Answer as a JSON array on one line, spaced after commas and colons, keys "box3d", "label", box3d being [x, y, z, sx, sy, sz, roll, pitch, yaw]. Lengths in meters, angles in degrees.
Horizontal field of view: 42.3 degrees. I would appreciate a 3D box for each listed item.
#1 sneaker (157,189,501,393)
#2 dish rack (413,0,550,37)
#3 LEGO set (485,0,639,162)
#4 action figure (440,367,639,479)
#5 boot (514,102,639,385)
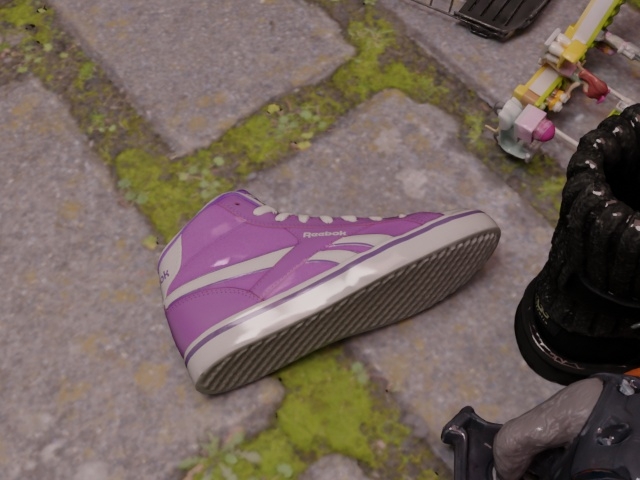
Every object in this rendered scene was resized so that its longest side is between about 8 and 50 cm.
[{"box3d": [0.000, 0.000, 0.693, 0.282, 0.102, 0.161, -20, 58, -12], "label": "sneaker"}, {"box3d": [0.140, -0.339, 0.914, 0.271, 0.074, 0.208, 29, 63, 16], "label": "dish rack"}, {"box3d": [0.281, -0.180, 0.785, 0.107, 0.132, 0.287, 37, 87, 14], "label": "LEGO set"}, {"box3d": [0.235, 0.202, 0.509, 0.341, 0.178, 0.330, 25, 36, 9], "label": "action figure"}, {"box3d": [0.321, 0.006, 0.595, 0.348, 0.260, 0.131, -10, 59, -6], "label": "boot"}]
